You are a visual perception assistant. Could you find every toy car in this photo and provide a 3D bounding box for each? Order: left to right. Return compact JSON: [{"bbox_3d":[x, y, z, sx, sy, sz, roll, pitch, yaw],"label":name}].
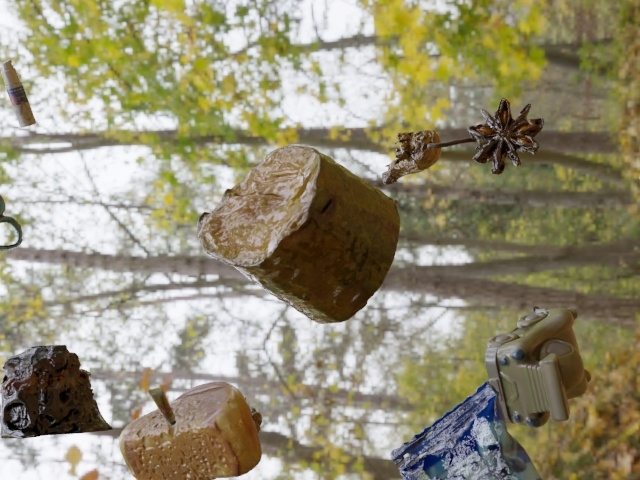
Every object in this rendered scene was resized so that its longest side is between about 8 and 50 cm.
[{"bbox_3d":[0.600,0.325,2.289,0.336,0.226,0.242,-22,-80,-44],"label":"toy car"}]

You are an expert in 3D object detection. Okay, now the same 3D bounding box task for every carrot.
[{"bbox_3d":[0.000,0.000,1.401,0.340,0.241,0.242,30,-126,-38],"label":"carrot"}]

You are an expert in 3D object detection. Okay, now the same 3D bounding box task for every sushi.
[{"bbox_3d":[-0.471,0.258,1.520,0.172,0.153,0.150,8,-103,-53],"label":"sushi"}]

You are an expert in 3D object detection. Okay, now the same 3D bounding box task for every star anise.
[{"bbox_3d":[0.370,-0.233,1.895,0.177,0.234,0.073,-59,-27,-9],"label":"star anise"}]

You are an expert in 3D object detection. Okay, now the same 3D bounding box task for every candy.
[{"bbox_3d":[0.226,0.340,1.099,0.077,0.187,0.331,41,-167,-41],"label":"candy"}]

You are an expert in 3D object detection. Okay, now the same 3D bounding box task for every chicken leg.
[{"bbox_3d":[0.207,-0.197,2.127,0.207,0.101,0.085,-36,48,50],"label":"chicken leg"}]

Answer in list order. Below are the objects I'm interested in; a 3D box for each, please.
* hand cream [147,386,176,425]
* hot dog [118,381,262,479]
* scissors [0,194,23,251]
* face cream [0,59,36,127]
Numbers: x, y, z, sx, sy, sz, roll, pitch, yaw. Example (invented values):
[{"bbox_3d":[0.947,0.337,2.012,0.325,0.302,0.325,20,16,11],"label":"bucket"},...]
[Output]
[{"bbox_3d":[-0.338,0.357,1.890,0.022,0.035,0.102,-81,-25,-57],"label":"hand cream"},{"bbox_3d":[-0.305,0.487,2.226,0.185,0.405,0.223,65,-149,-14],"label":"hot dog"},{"bbox_3d":[-0.628,0.000,1.533,0.125,0.030,0.256,59,-147,-12],"label":"scissors"},{"bbox_3d":[-0.593,-0.287,1.715,0.034,0.034,0.130,-59,-42,-65],"label":"face cream"}]
